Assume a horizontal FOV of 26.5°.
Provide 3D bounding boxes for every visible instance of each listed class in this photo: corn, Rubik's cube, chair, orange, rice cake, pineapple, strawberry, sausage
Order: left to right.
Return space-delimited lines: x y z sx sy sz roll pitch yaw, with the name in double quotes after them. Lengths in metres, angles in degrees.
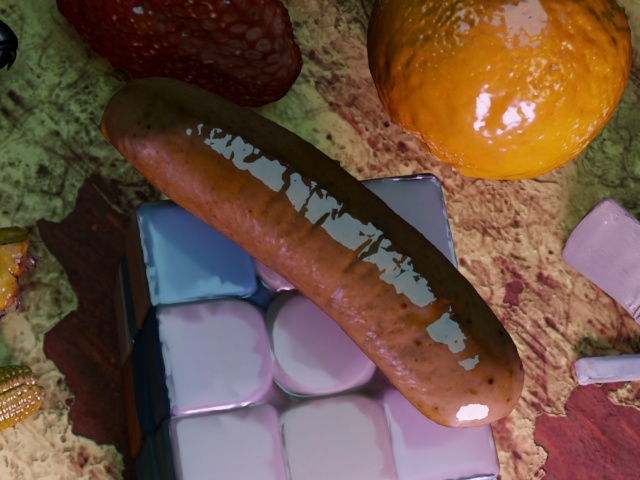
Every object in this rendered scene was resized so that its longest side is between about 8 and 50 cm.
-0.432 0.206 1.558 0.238 0.080 0.080 -20 79 -16 "corn"
-0.429 0.066 1.591 0.250 0.140 0.164 -18 105 7 "pineapple"
-0.163 -0.303 1.679 0.267 0.312 0.351 -43 105 -1 "strawberry"
-0.037 0.148 1.529 0.347 0.344 0.346 -5 74 -13 "Rubik's cube"
0.002 -0.003 1.337 0.501 0.123 0.136 40 99 2 "sausage"
0.217 -0.229 1.715 0.341 0.340 0.293 30 92 -3 "orange"
0.422 0.163 1.796 0.180 0.030 0.042 -3 68 -15 "rice cake"
0.493 0.066 1.766 0.186 0.160 0.319 -29 69 -28 "chair"

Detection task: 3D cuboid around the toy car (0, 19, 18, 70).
-0.494 -0.220 1.582 0.188 0.255 0.190 49 24 10 "toy car"
